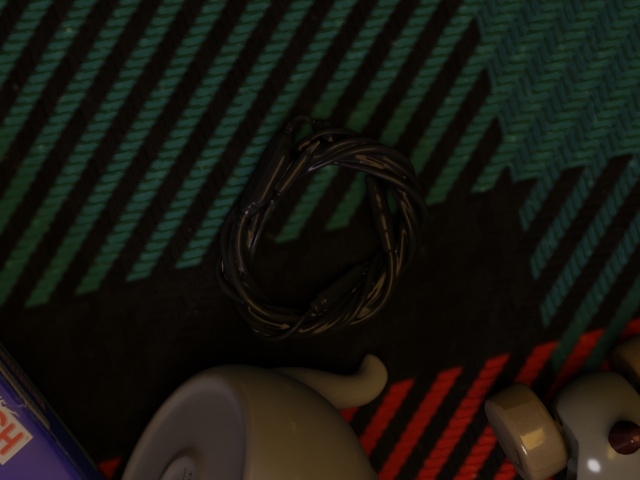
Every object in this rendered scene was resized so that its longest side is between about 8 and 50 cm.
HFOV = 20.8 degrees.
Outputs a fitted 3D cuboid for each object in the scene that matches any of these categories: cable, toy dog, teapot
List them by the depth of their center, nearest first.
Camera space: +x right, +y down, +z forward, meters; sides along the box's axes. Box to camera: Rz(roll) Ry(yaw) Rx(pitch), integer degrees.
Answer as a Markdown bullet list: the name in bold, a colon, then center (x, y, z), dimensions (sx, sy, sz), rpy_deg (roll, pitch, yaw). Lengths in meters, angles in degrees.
- **teapot**: center (-0.036, 0.231, 1.340), dimensions (0.187, 0.252, 0.256), rpy_deg (25, 109, -28)
- **cable**: center (0.000, 0.000, 1.406), dimensions (0.150, 0.047, 0.184), rpy_deg (25, 91, -15)
- **toy dog**: center (0.276, 0.231, 1.410), dimensions (0.334, 0.161, 0.220), rpy_deg (44, 90, -11)

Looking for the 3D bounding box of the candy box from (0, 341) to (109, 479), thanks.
- **candy box**: center (-0.364, 0.189, 1.335), dimensions (0.317, 0.122, 0.268), rpy_deg (-36, 99, -1)
